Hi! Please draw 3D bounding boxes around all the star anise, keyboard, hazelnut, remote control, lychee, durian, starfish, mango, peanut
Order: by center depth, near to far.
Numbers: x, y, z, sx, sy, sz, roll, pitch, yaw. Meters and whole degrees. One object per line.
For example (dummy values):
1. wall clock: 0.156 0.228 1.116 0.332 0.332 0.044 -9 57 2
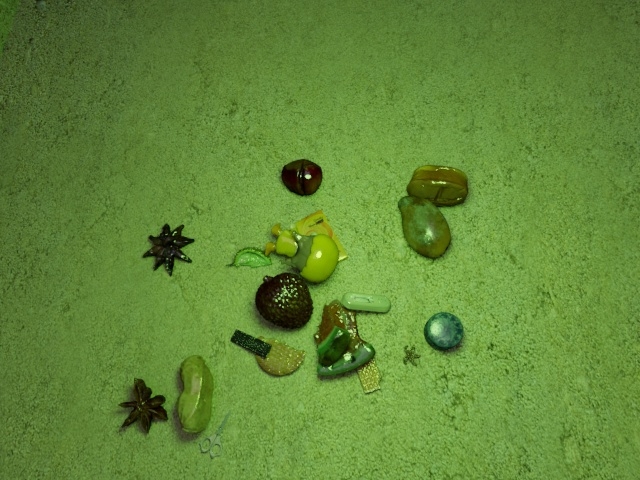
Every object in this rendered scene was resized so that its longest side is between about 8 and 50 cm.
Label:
1. peanut: -0.515 0.627 1.692 0.147 0.147 0.305 -3 67 5
2. star anise: -0.720 0.685 1.706 0.196 0.111 0.212 6 79 14
3. starfish: 0.376 0.479 1.713 0.078 0.028 0.091 -24 74 -6
4. lychee: -0.149 0.254 1.744 0.271 0.236 0.236 45 79 -13
5. remote control: 0.199 0.261 1.758 0.222 0.042 0.078 7 40 -13
6. keyboard: -0.302 0.443 1.777 0.196 0.018 0.060 17 71 24
7. mango: 0.455 -0.070 1.833 0.193 0.146 0.316 -33 68 16
8. durian: -0.330 0.077 1.904 0.216 0.086 0.100 -2 84 3
9. star anise: -0.723 0.032 1.944 0.272 0.102 0.271 -2 73 7
10. hazelnut: -0.088 -0.301 1.976 0.204 0.178 0.177 4 71 13

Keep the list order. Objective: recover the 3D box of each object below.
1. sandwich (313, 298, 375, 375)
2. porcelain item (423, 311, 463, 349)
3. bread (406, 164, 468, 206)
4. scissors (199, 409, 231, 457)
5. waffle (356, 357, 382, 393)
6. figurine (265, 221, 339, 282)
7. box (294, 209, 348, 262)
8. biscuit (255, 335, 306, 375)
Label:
1. sandwich: 0.079 0.389 1.701 0.251 0.162 0.300 -15 67 6
2. porcelain item: 0.504 0.373 1.692 0.147 0.114 0.147 -1 70 4
3. bread: 0.531 -0.241 1.869 0.270 0.195 0.142 11 67 19
4. scissors: -0.416 0.786 1.690 0.100 0.015 0.188 24 72 12
5. waffle: 0.202 0.554 1.706 0.092 0.021 0.134 -21 70 -2
6. figurine: -0.082 0.051 1.802 0.344 0.187 0.214 20 108 26
7. box: 0.000 0.000 1.914 0.153 0.043 0.269 -28 71 -4
8. biscuit: -0.180 0.499 1.755 0.225 0.033 0.144 12 72 15
